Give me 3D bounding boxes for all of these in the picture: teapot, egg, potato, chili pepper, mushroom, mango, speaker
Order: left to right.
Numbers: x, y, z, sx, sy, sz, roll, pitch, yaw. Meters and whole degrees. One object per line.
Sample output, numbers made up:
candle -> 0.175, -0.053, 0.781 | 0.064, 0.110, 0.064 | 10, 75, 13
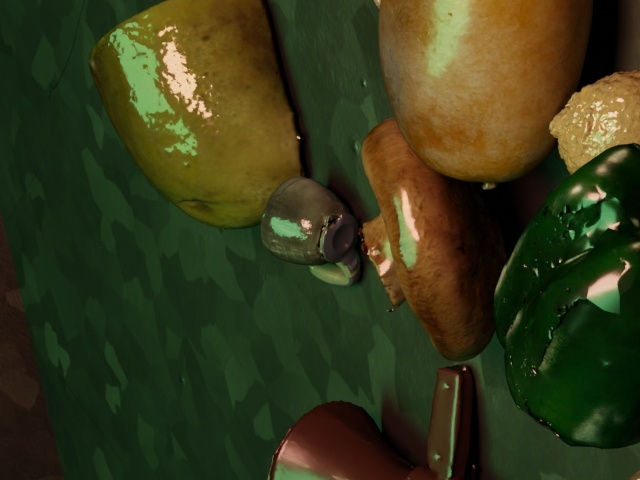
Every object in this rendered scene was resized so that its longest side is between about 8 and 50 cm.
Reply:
potato -> -0.174, -0.141, 2.284 | 0.280, 0.213, 0.330 | 67, 153, 15
teapot -> -0.007, 0.001, 2.162 | 0.108, 0.111, 0.149 | 25, 121, 39
speaker -> 0.122, 0.289, 2.087 | 0.330, 0.198, 0.259 | 9, 73, 45
mushroom -> 0.119, -0.005, 1.822 | 0.278, 0.146, 0.278 | -20, -90, -81
mango -> 0.155, -0.233, 1.627 | 0.221, 0.199, 0.384 | -143, 41, -60
egg -> 0.278, -0.097, 1.566 | 0.118, 0.116, 0.140 | 41, 140, 11
chili pepper -> 0.280, 0.046, 1.485 | 0.233, 0.249, 0.256 | 58, 152, 29

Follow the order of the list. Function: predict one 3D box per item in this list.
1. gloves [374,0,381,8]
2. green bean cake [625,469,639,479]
gloves -> 0.105, -0.264, 1.801 | 0.144, 0.110, 0.094 | -114, 32, -43
green bean cake -> 0.338, 0.246, 1.556 | 0.094, 0.185, 0.183 | 59, 151, 17
